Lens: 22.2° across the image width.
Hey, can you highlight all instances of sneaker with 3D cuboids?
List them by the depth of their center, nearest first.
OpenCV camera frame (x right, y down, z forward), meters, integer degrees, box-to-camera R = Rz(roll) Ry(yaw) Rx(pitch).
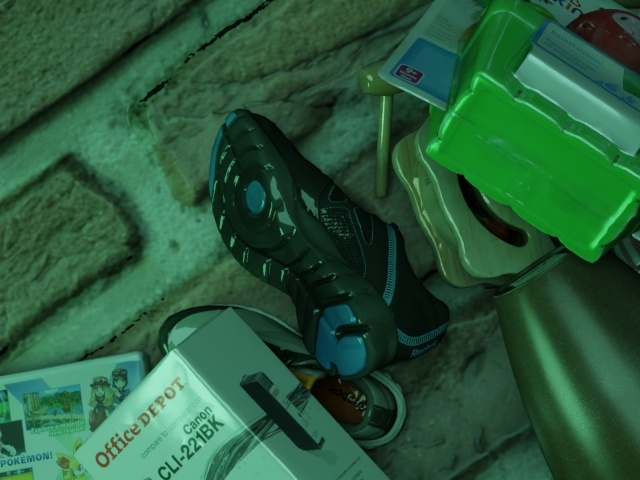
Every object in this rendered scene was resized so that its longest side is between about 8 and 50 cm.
[{"bbox_3d":[-0.043,0.131,1.673,0.272,0.108,0.100,19,87,14],"label":"sneaker"},{"bbox_3d":[0.000,0.000,1.692,0.341,0.140,0.125,58,136,26],"label":"sneaker"}]

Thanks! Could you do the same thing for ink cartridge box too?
[{"bbox_3d":[-0.079,0.233,1.600,0.273,0.114,0.197,47,123,5],"label":"ink cartridge box"}]

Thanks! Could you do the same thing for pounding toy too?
[{"bbox_3d":[0.151,-0.074,1.673,0.154,0.155,0.269,-21,87,-20],"label":"pounding toy"}]

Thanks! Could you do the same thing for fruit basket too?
[{"bbox_3d":[0.255,-0.157,1.549,0.327,0.165,0.353,34,45,3],"label":"fruit basket"}]

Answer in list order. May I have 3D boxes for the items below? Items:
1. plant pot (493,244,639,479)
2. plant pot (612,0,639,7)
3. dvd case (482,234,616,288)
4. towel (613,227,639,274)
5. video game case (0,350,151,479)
[{"bbox_3d":[0.269,0.119,1.539,0.215,0.215,0.230,-34,91,3],"label":"plant pot"},{"bbox_3d":[0.328,-0.368,1.685,0.237,0.110,0.237,-1,82,9],"label":"plant pot"},{"bbox_3d":[0.241,-0.066,1.699,0.165,0.018,0.221,-5,80,9],"label":"dvd case"},{"bbox_3d":[0.373,-0.046,1.609,0.197,0.029,0.144,-21,37,4],"label":"towel"},{"bbox_3d":[-0.322,0.292,1.733,0.329,0.036,0.300,-11,79,9],"label":"video game case"}]
